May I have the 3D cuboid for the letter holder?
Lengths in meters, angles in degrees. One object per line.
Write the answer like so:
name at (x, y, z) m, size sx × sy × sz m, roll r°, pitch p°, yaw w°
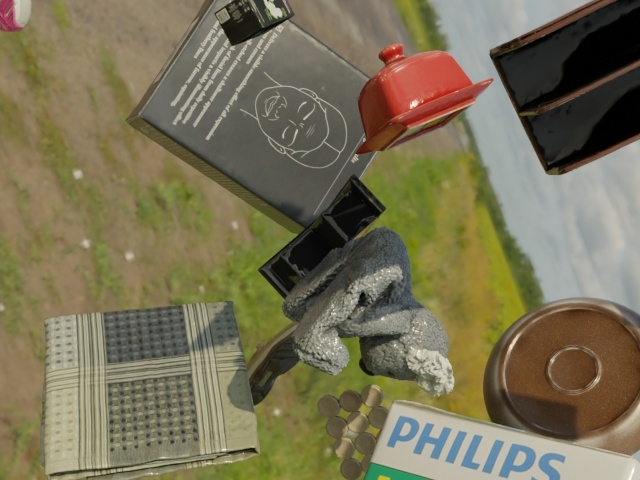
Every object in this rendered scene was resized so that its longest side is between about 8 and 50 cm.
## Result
letter holder at (0.343, -0.194, 1.065) m, size 0.152 × 0.301 × 0.214 m, roll 64°, pitch 5°, yaw -3°

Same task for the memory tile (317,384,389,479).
memory tile at (0.067, 0.306, 1.720) m, size 0.012 × 0.113 × 0.148 m, roll -37°, pitch 109°, yaw -72°

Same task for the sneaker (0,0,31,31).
sneaker at (-0.438, -0.421, 1.566) m, size 0.111 × 0.103 × 0.252 m, roll 3°, pitch 77°, yaw -47°

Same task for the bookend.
bookend at (0.000, 0.000, 1.598) m, size 0.072 × 0.157 × 0.156 m, roll 47°, pitch -23°, yaw 4°

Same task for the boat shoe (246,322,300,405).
boat shoe at (-0.090, 0.200, 1.876) m, size 0.068 × 0.190 × 0.072 m, roll 28°, pitch 23°, yaw -38°

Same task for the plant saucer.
plant saucer at (0.411, 0.217, 1.746) m, size 0.050 × 0.310 × 0.311 m, roll 57°, pitch 16°, yaw -52°

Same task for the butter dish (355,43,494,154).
butter dish at (0.112, -0.195, 1.379) m, size 0.118 × 0.159 × 0.160 m, roll 64°, pitch -19°, yaw 3°

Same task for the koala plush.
koala plush at (0.094, 0.116, 1.493) m, size 0.221 × 0.203 × 0.196 m, roll 41°, pitch 11°, yaw -18°

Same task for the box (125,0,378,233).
box at (-0.101, -0.230, 1.957) m, size 0.395 × 0.294 × 0.212 m, roll 34°, pitch -6°, yaw -14°

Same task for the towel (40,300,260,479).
towel at (-0.262, 0.225, 1.623) m, size 0.324 × 0.312 × 0.056 m, roll -105°, pitch -167°, yaw -48°

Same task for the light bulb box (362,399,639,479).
light bulb box at (0.166, 0.373, 0.869) m, size 0.358 × 0.225 × 0.361 m, roll 40°, pitch 66°, yaw -43°

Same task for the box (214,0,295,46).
box at (-0.086, -0.299, 1.426) m, size 0.083 × 0.062 × 0.052 m, roll -35°, pitch 99°, yaw -52°
